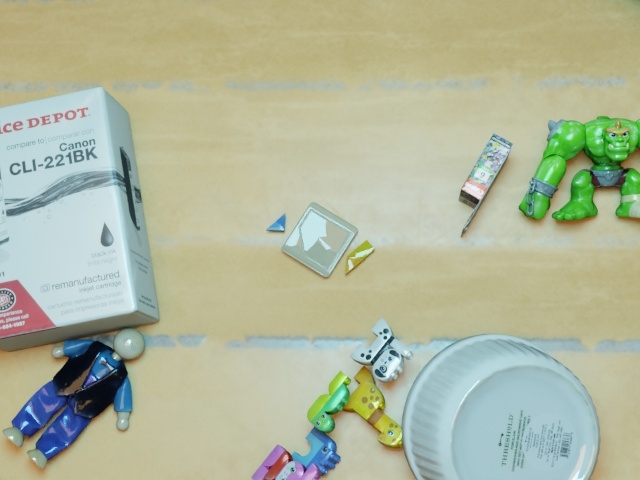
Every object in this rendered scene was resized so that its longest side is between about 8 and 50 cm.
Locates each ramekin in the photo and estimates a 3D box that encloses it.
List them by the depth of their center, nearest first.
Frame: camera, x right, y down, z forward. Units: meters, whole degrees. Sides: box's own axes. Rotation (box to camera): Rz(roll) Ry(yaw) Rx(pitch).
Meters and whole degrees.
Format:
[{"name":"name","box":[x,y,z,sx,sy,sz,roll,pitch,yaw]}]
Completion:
[{"name":"ramekin","box":[0.199,0.206,1.197,0.207,0.109,0.207,0,89,-11]}]

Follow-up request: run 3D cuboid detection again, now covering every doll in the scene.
[{"name":"doll","box":[-0.275,0.178,1.306,0.129,0.046,0.189,42,83,2]}]

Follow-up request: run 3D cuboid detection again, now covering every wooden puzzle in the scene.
[{"name":"wooden puzzle","box":[0.000,0.000,1.334,0.116,0.014,0.078,39,80,10]}]

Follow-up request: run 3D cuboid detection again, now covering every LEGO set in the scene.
[{"name":"LEGO set","box":[0.040,0.211,1.250,0.093,0.087,0.227,36,84,25]}]

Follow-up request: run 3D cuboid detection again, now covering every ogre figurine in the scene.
[{"name":"ogre figurine","box":[0.330,-0.084,1.285,0.197,0.097,0.118,-1,97,20]}]

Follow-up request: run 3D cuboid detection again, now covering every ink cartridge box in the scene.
[{"name":"ink cartridge box","box":[0.183,-0.064,1.304,0.029,0.063,0.115,30,83,9]},{"name":"ink cartridge box","box":[-0.315,-0.024,1.313,0.197,0.114,0.273,-11,78,3]}]
